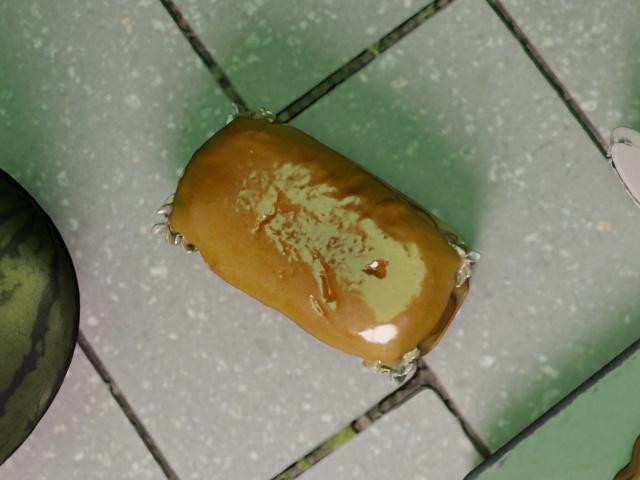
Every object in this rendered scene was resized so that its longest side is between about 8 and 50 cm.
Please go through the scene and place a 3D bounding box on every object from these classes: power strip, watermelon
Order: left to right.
[{"bbox_3d":[-0.357,0.086,1.473,0.359,0.279,0.279,-33,78,6],"label":"watermelon"},{"bbox_3d":[0.238,0.150,1.466,0.257,0.070,0.105,-39,81,4],"label":"power strip"}]

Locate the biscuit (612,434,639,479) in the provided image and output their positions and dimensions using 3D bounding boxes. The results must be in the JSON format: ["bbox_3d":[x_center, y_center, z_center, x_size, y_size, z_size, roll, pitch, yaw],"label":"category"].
[{"bbox_3d":[0.372,0.149,1.413,0.320,0.047,0.183,-7,109,-8],"label":"biscuit"}]

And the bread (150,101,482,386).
[{"bbox_3d":[0.000,0.000,1.511,0.241,0.107,0.136,33,92,13],"label":"bread"}]

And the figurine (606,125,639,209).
[{"bbox_3d":[0.316,-0.082,1.464,0.154,0.132,0.132,-42,77,-9],"label":"figurine"}]
